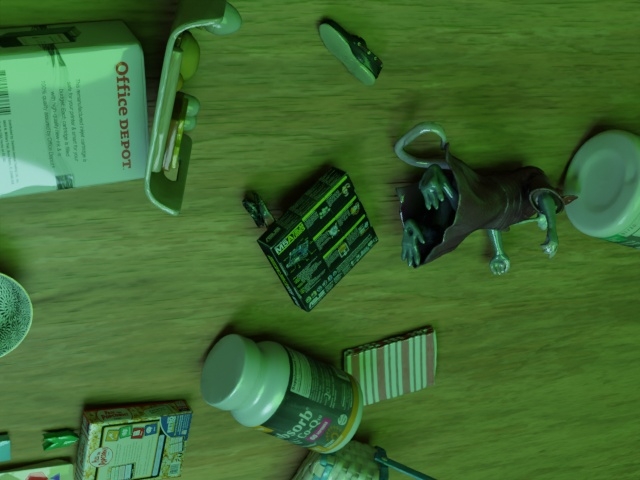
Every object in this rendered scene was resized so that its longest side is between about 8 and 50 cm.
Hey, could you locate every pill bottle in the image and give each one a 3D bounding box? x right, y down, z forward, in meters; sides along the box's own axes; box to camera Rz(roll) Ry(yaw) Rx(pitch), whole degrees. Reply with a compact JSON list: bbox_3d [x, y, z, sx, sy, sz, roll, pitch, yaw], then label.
[{"bbox_3d":[-0.069,0.276,1.773,0.278,0.162,0.162,27,105,-34],"label":"pill bottle"},{"bbox_3d":[0.660,-0.073,1.868,0.361,0.204,0.204,13,113,-29],"label":"pill bottle"}]

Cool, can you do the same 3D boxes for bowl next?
[{"bbox_3d":[-0.535,0.100,1.505,0.170,0.080,0.170,-11,122,-18],"label":"bowl"}]

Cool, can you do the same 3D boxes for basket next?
[{"bbox_3d":[0.083,0.528,1.949,0.289,0.201,0.255,32,105,-3],"label":"basket"}]

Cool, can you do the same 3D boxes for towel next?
[{"bbox_3d":[0.138,0.252,1.939,0.197,0.029,0.144,-13,124,-14],"label":"towel"}]

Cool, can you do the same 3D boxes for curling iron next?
[{"bbox_3d":[-0.062,0.014,1.688,0.035,0.068,0.274,-35,132,-3],"label":"curling iron"}]

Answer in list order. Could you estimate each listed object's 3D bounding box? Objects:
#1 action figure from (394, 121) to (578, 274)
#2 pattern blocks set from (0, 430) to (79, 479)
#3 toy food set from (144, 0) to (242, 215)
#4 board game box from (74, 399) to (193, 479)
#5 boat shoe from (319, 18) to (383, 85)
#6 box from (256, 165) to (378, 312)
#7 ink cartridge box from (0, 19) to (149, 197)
[{"bbox_3d":[0.300,-0.073,1.761,0.370,0.248,0.276,-14,82,-31],"label":"action figure"},{"bbox_3d":[-0.524,0.476,1.770,0.285,0.026,0.325,5,116,-27],"label":"pattern blocks set"},{"bbox_3d":[-0.174,-0.215,1.362,0.092,0.220,0.306,11,125,-9],"label":"toy food set"},{"bbox_3d":[-0.336,0.368,1.760,0.193,0.045,0.147,0,115,-32],"label":"board game box"},{"bbox_3d":[0.048,-0.305,1.553,0.133,0.049,0.042,42,69,-30],"label":"boat shoe"},{"bbox_3d":[0.000,0.000,1.667,0.191,0.045,0.184,-46,135,-16],"label":"box"},{"bbox_3d":[-0.397,-0.183,1.371,0.289,0.121,0.211,-9,122,-20],"label":"ink cartridge box"}]
